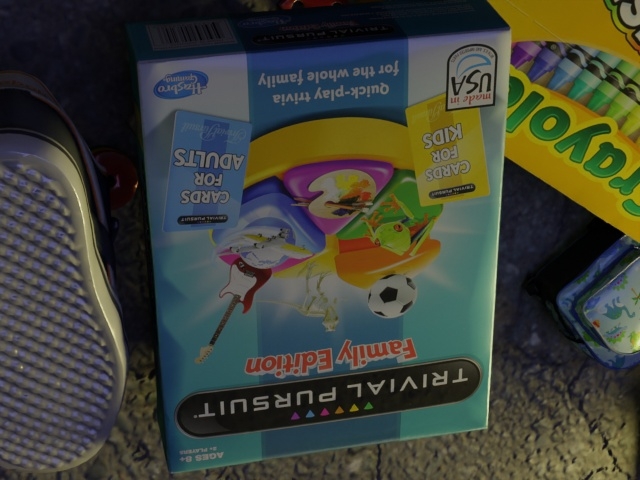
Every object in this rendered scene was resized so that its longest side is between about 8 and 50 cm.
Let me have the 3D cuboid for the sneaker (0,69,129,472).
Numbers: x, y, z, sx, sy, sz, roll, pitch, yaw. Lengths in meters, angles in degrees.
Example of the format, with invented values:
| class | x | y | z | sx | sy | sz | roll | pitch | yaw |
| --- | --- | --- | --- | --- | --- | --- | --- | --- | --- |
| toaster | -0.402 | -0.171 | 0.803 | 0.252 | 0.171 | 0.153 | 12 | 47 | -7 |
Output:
| class | x | y | z | sx | sy | sz | roll | pitch | yaw |
| --- | --- | --- | --- | --- | --- | --- | --- | --- | --- |
| sneaker | -0.202 | 0.026 | 1.042 | 0.126 | 0.127 | 0.321 | -1 | 131 | -9 |

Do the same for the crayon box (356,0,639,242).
| class | x | y | z | sx | sy | sz | roll | pitch | yaw |
| --- | --- | --- | --- | --- | --- | --- | --- | --- | --- |
| crayon box | 0.260 | -0.183 | 1.126 | 0.363 | 0.106 | 0.313 | 29 | 112 | -30 |

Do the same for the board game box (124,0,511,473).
| class | x | y | z | sx | sy | sz | roll | pitch | yaw |
| --- | --- | --- | --- | --- | --- | --- | --- | --- | --- |
| board game box | 0.000 | 0.000 | 1.056 | 0.254 | 0.079 | 0.336 | -7 | 120 | -10 |

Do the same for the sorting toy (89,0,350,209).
| class | x | y | z | sx | sy | sz | roll | pitch | yaw |
| --- | --- | --- | --- | --- | --- | --- | --- | --- | --- |
| sorting toy | -0.048 | -0.086 | 1.113 | 0.274 | 0.046 | 0.132 | -40 | 117 | -9 |

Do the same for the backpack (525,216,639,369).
| class | x | y | z | sx | sy | sz | roll | pitch | yaw |
| --- | --- | --- | --- | --- | --- | --- | --- | --- | --- |
| backpack | 0.258 | 0.055 | 1.267 | 0.105 | 0.084 | 0.114 | -42 | 120 | -5 |
